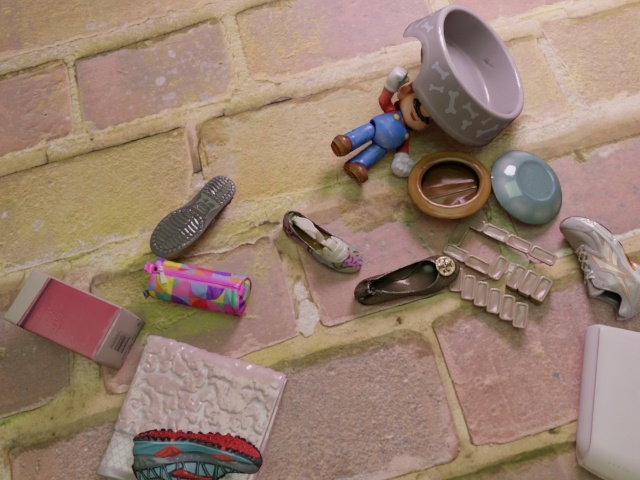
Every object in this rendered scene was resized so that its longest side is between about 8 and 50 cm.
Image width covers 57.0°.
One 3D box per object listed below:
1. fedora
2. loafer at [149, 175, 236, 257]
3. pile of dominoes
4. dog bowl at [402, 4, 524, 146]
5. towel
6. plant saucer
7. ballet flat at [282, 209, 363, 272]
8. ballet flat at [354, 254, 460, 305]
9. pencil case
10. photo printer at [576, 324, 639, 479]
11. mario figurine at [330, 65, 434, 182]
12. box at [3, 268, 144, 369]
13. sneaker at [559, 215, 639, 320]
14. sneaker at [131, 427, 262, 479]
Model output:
[{"bbox_3d":[0.304,-0.122,1.404,0.195,0.079,0.194,-2,69,6],"label":"fedora"},{"bbox_3d":[-0.298,-0.047,1.413,0.094,0.087,0.251,44,73,8],"label":"loafer"},{"bbox_3d":[0.399,0.072,1.358,0.251,0.040,0.195,29,76,22],"label":"pile of dominoes"},{"bbox_3d":[0.351,-0.400,1.400,0.349,0.102,0.348,18,59,-33],"label":"dog bowl"},{"bbox_3d":[-0.272,0.392,1.260,0.332,0.053,0.316,15,71,8],"label":"towel"},{"bbox_3d":[0.496,-0.133,1.383,0.195,0.037,0.194,6,70,-16],"label":"plant saucer"},{"bbox_3d":[0.000,0.000,1.377,0.222,0.079,0.076,34,74,15],"label":"ballet flat"},{"bbox_3d":[0.196,0.088,1.336,0.250,0.058,0.084,-15,64,1],"label":"ballet flat"},{"bbox_3d":[-0.279,0.106,1.343,0.237,0.104,0.104,10,70,5],"label":"pencil case"},{"bbox_3d":[0.654,0.345,1.185,0.256,0.107,0.307,12,70,8],"label":"photo printer"},{"bbox_3d":[0.188,-0.281,1.419,0.321,0.198,0.170,-39,59,-6],"label":"mario figurine"},{"bbox_3d":[-0.540,0.178,1.308,0.233,0.148,0.126,21,73,12],"label":"box"},{"bbox_3d":[0.618,0.061,1.307,0.121,0.099,0.262,-39,70,-6],"label":"sneaker"},{"bbox_3d":[-0.244,0.450,1.174,0.262,0.104,0.125,4,88,8],"label":"sneaker"}]
